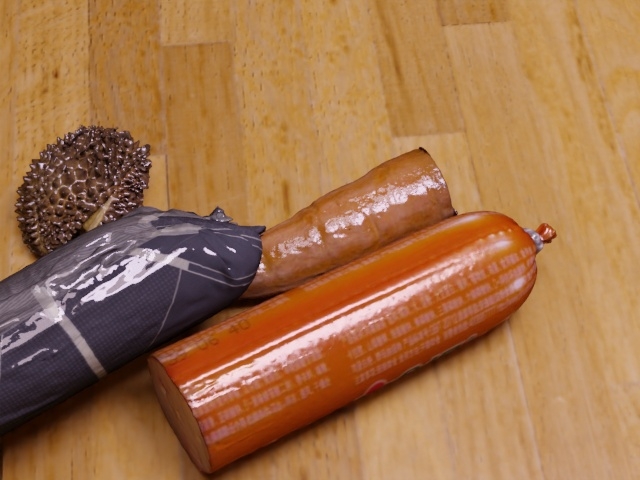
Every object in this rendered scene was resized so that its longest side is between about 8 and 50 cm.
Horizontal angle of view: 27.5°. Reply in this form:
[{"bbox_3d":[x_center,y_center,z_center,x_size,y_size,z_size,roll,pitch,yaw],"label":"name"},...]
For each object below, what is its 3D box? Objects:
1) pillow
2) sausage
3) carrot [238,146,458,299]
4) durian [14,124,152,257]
[{"bbox_3d":[-0.194,0.064,0.903,0.335,0.161,0.092,-30,102,-17],"label":"pillow"},{"bbox_3d":[0.037,0.057,0.931,0.312,0.093,0.093,-24,58,-18],"label":"sausage"},{"bbox_3d":[0.000,0.000,0.994,0.205,0.072,0.072,-25,58,-10],"label":"carrot"},{"bbox_3d":[-0.178,-0.049,1.020,0.110,0.071,0.140,27,54,17],"label":"durian"}]
